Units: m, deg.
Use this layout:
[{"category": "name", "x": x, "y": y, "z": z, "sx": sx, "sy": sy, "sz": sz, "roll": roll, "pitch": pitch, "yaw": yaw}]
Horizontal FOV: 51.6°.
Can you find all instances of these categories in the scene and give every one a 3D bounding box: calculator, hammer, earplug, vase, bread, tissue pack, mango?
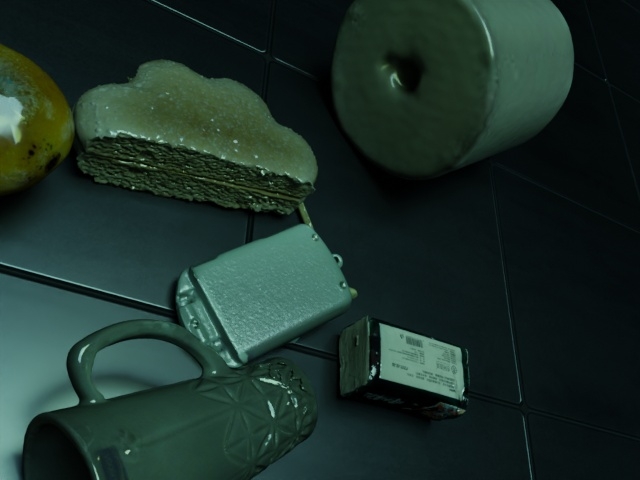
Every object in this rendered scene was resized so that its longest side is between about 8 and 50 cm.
[{"category": "calculator", "x": -0.065, "y": 0.066, "z": 0.844, "sx": 0.246, "sy": 0.045, "sz": 0.141, "roll": -24, "pitch": 77, "yaw": -34}, {"category": "hammer", "x": 0.000, "y": 0.000, "z": 0.965, "sx": 0.060, "sy": 0.028, "sz": 0.195, "roll": -3, "pitch": 64, "yaw": -42}, {"category": "earplug", "x": 0.251, "y": -0.290, "z": 1.137, "sx": 0.394, "sy": 0.312, "sz": 0.313, "roll": -20, "pitch": 76, "yaw": -45}, {"category": "vase", "x": -0.140, "y": 0.196, "z": 0.666, "sx": 0.300, "sy": 0.156, "sz": 0.251, "roll": -12, "pitch": 90, "yaw": -46}, {"category": "bread", "x": -0.159, "y": -0.148, "z": 0.888, "sx": 0.337, "sy": 0.102, "sz": 0.183, "roll": 10, "pitch": 58, "yaw": -32}, {"category": "tissue pack", "x": 0.114, "y": 0.176, "z": 0.894, "sx": 0.170, "sy": 0.090, "sz": 0.103, "roll": 20, "pitch": 53, "yaw": -23}, {"category": "mango", "x": -0.418, "y": -0.137, "z": 0.673, "sx": 0.316, "sy": 0.146, "sz": 0.193, "roll": 13, "pitch": 52, "yaw": -17}]
